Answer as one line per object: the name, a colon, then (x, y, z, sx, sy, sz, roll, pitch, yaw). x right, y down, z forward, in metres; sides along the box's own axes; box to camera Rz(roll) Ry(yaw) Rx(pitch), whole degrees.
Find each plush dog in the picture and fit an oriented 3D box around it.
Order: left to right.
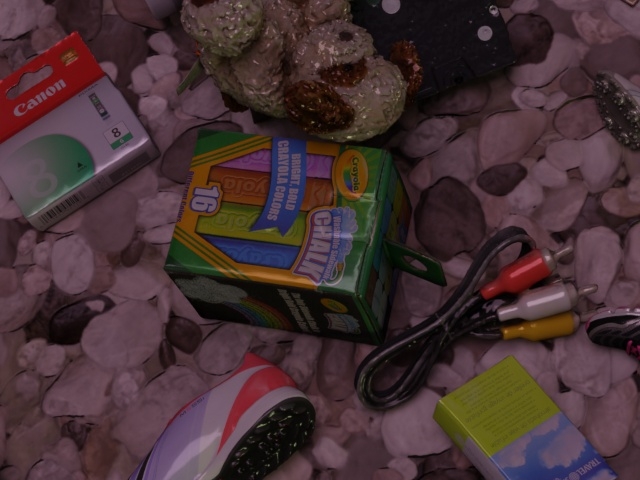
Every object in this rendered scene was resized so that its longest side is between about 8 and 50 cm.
plush dog: (-0.012, -0.184, 1.705, 0.225, 0.210, 0.262, 34, 39, 25)

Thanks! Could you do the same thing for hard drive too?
hard drive: (0.063, -0.326, 1.826, 0.237, 0.064, 0.339, -22, 98, 3)

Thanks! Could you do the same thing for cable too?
cable: (0.160, 0.087, 1.697, 0.287, 0.139, 0.072, -27, 25, -4)

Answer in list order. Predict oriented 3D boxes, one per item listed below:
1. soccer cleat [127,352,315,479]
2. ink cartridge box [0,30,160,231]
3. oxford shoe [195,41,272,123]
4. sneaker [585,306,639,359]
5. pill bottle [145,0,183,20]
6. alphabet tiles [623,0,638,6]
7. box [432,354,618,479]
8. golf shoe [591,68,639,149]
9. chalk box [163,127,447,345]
soccer cleat: (-0.153, 0.255, 1.715, 0.318, 0.108, 0.116, -40, 46, -4)
ink cartridge box: (-0.331, -0.147, 1.928, 0.181, 0.056, 0.224, -34, 68, -3)
oxford shoe: (-0.119, -0.255, 1.837, 0.098, 0.097, 0.271, -35, 108, 9)
sneaker: (0.367, 0.124, 1.669, 0.170, 0.063, 0.074, 13, 66, 11)
pill bottle: (-0.116, -0.387, 1.924, 0.265, 0.153, 0.153, -27, 66, 1)
alphabet tiles: (0.408, -0.401, 1.900, 0.198, 0.009, 0.237, 37, 79, 22)
box: (0.218, 0.218, 1.657, 0.109, 0.042, 0.178, -29, 63, -25)
golf shoe: (0.389, -0.138, 1.781, 0.086, 0.069, 0.176, -30, 67, -23)
chalk box: (0.000, 0.000, 1.733, 0.289, 0.180, 0.179, 7, 71, 13)
